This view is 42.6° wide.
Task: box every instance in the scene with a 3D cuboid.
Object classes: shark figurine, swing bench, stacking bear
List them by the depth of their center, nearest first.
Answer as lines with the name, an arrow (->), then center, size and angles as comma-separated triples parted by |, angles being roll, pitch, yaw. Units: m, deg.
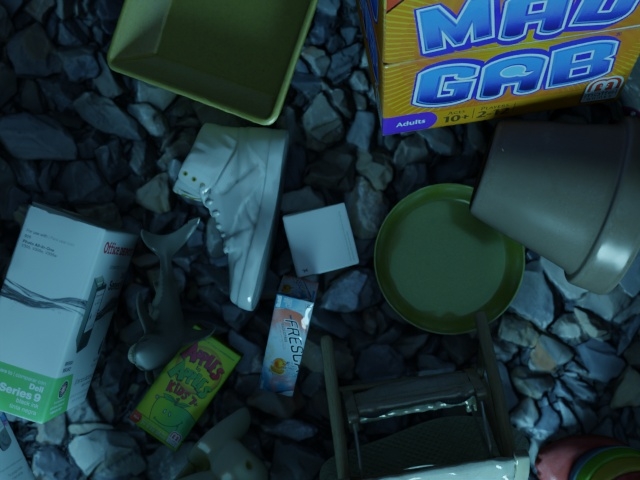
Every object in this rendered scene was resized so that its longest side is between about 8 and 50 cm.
stacking bear -> 0.443, 0.385, 1.180 | 0.164, 0.289, 0.175 | -24, 88, -1
swing bench -> 0.141, 0.264, 1.189 | 0.253, 0.165, 0.255 | -8, 49, 1
shark figurine -> -0.220, 0.110, 1.273 | 0.116, 0.166, 0.278 | -2, 47, 2

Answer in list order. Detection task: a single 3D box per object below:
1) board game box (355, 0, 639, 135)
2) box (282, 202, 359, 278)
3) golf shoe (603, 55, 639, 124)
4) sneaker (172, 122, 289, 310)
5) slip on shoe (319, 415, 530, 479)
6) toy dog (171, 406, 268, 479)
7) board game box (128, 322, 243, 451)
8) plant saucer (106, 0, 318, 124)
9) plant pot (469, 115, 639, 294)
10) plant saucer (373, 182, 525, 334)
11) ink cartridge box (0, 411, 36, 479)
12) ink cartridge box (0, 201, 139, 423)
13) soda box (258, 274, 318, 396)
board game box -> 0.229, -0.407, 1.121 | 0.356, 0.356, 0.357 | -9, 66, 0
box -> 0.000, 0.000, 1.293 | 0.102, 0.087, 0.101 | -14, 89, 0
golf shoe -> 0.503, -0.240, 1.291 | 0.306, 0.115, 0.140 | 43, 85, 0
sneaker -> -0.152, -0.042, 1.293 | 0.169, 0.108, 0.293 | 8, 79, 2
slip on shoe -> 0.164, 0.359, 1.282 | 0.331, 0.123, 0.101 | -15, 120, -5
toy dog -> -0.070, 0.473, 1.132 | 0.408, 0.395, 0.284 | 40, 86, 8
board game box -> -0.213, 0.232, 1.309 | 0.092, 0.043, 0.181 | 35, 89, 1
plant saucer -> -0.136, -0.371, 1.253 | 0.332, 0.081, 0.333 | 23, 97, 24
plant pot -> 0.350, -0.076, 1.219 | 0.229, 0.263, 0.263 | 17, 88, 6
plant saucer -> 0.204, 0.029, 1.318 | 0.241, 0.037, 0.241 | 0, 89, -1
ink cartridge box -> -0.604, 0.333, 1.264 | 0.226, 0.131, 0.306 | -27, 90, -1
ink cartridge box -> -0.392, 0.103, 1.229 | 0.121, 0.211, 0.289 | 18, 89, 1
soda box -> -0.050, 0.147, 1.263 | 0.058, 0.063, 0.183 | 13, 118, 2
